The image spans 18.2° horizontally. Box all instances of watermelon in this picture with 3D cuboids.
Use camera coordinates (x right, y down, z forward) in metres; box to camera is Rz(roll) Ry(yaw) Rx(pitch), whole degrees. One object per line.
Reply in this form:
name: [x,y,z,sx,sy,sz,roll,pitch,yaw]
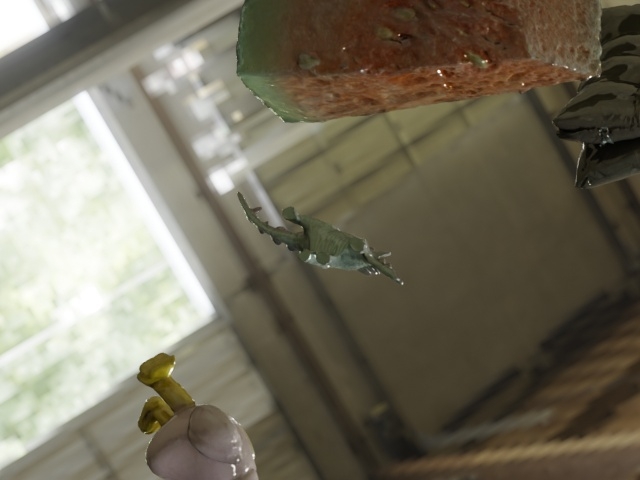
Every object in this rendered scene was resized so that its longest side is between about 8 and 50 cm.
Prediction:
watermelon: [0.085,-0.178,1.471,0.257,0.192,0.140,8,166,21]

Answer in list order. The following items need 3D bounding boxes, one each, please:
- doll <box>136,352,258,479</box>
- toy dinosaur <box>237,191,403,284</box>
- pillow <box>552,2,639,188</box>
doll: [-0.045,0.256,1.899,0.094,0.365,0.160,-42,155,-30]
toy dinosaur: [-0.001,0.002,1.729,0.209,0.082,0.039,25,-89,38]
pillow: [0.382,-0.172,1.817,0.326,0.101,0.228,-15,-149,29]
